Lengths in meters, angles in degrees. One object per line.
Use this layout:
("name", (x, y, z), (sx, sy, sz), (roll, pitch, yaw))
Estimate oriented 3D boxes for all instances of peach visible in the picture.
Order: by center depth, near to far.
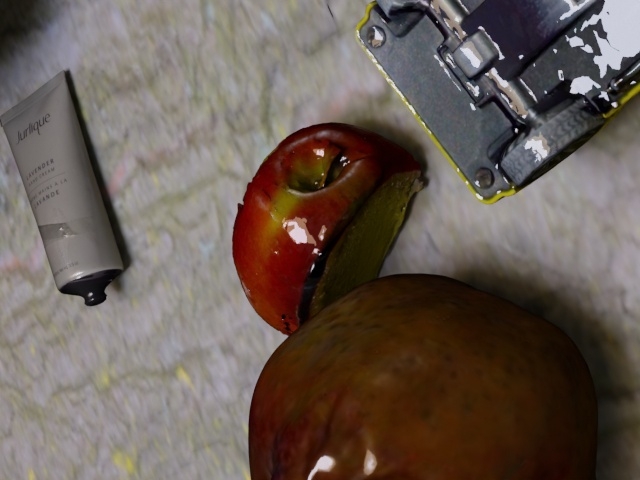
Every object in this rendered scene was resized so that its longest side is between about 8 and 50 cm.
("peach", (-0.004, -0.004, 0.867), (0.092, 0.127, 0.172), (33, 144, 19))

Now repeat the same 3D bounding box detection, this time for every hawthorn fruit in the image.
("hawthorn fruit", (0.042, 0.130, 0.761), (0.208, 0.248, 0.208), (16, 114, 40))

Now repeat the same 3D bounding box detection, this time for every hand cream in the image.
("hand cream", (-0.207, -0.036, 1.045), (0.087, 0.054, 0.186), (-28, 76, 34))

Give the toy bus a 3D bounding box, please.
("toy bus", (0.175, -0.167, 0.655), (0.330, 0.152, 0.144), (-42, 79, 38))
